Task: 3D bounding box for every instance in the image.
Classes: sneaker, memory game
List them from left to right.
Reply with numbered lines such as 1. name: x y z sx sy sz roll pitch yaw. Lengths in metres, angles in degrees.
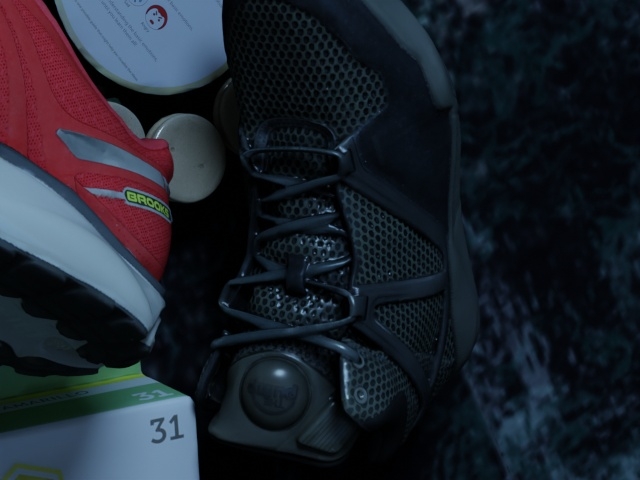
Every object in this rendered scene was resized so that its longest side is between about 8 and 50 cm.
1. sneaker: -0.149 -0.062 0.592 0.279 0.107 0.118 45 42 -39
2. memory game: -0.068 -0.108 0.741 0.186 0.012 0.186 -2 93 -34
3. sneaker: 0.000 0.000 0.724 0.130 0.087 0.228 -58 145 -44

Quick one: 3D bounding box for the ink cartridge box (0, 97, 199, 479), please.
1. ink cartridge box: -0.134 0.072 0.718 0.171 0.056 0.235 -9 104 -29
